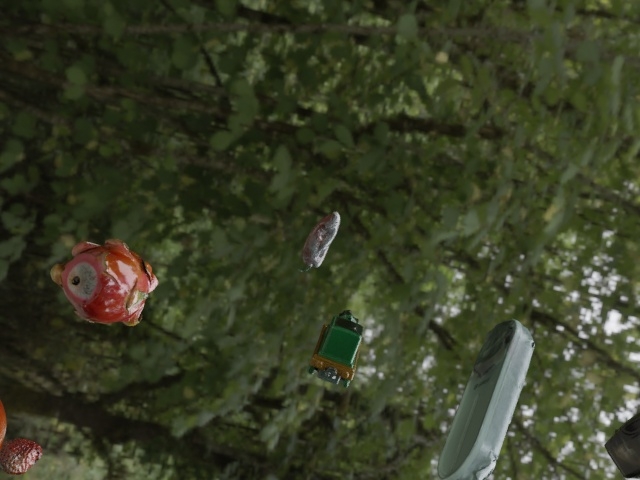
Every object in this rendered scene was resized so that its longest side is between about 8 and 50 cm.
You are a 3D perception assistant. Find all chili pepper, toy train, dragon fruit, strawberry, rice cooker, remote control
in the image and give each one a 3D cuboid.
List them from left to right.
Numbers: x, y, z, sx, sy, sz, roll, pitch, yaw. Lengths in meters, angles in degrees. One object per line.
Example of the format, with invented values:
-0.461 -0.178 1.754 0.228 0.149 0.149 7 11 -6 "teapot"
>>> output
-0.667 0.479 1.932 0.083 0.097 0.083 173 -90 -74 "strawberry"
-0.521 0.102 2.140 0.227 0.224 0.224 37 63 -70 "dragon fruit"
-0.001 0.000 1.671 0.050 0.041 0.153 -17 137 -51 "chili pepper"
0.040 0.209 1.759 0.227 0.091 0.136 -63 174 -71 "toy train"
0.218 0.210 1.139 0.247 0.052 0.104 -62 -174 -32 "remote control"
0.541 0.317 1.395 0.112 0.165 0.106 18 47 -62 "rice cooker"

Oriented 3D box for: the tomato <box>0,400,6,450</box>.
-0.704 0.326 1.514 0.226 0.299 0.298 65 -28 29 "tomato"
